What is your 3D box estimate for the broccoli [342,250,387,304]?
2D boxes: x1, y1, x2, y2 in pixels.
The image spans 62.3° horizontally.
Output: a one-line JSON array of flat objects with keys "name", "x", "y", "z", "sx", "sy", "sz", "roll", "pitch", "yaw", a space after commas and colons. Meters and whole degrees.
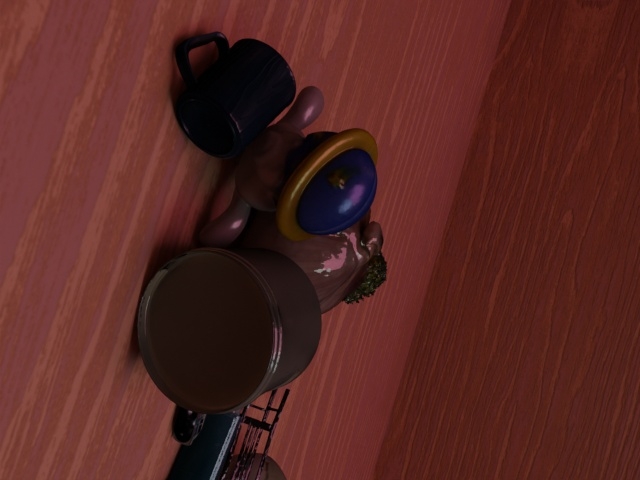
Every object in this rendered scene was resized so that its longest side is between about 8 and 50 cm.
[{"name": "broccoli", "x": 0.058, "y": 0.070, "z": 1.295, "sx": 0.194, "sy": 0.220, "sz": 0.193, "roll": 5, "pitch": 81, "yaw": -38}]

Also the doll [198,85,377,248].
[{"name": "doll", "x": -0.057, "y": -0.082, "z": 0.786, "sx": 0.311, "sy": 0.242, "sz": 0.159, "roll": -45, "pitch": 161, "yaw": 1}]

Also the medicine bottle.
[{"name": "medicine bottle", "x": -0.211, "y": 0.387, "z": 0.944, "sx": 0.124, "sy": 0.079, "sz": 0.258, "roll": 72, "pitch": 38, "yaw": -68}]

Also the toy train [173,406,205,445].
[{"name": "toy train", "x": -0.208, "y": 0.248, "z": 0.910, "sx": 0.047, "sy": 0.043, "sz": 0.207, "roll": 12, "pitch": 94, "yaw": -67}]

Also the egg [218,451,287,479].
[{"name": "egg", "x": -0.143, "y": 0.542, "z": 1.035, "sx": 0.217, "sy": 0.183, "sz": 0.182, "roll": -110, "pitch": -166, "yaw": -51}]

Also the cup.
[{"name": "cup", "x": -0.131, "y": -0.204, "z": 0.734, "sx": 0.138, "sy": 0.150, "sz": 0.113, "roll": -56, "pitch": -174, "yaw": -35}]

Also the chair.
[{"name": "chair", "x": -0.142, "y": 0.381, "z": 1.040, "sx": 0.101, "sy": 0.084, "sz": 0.212, "roll": -28, "pitch": -140, "yaw": 65}]

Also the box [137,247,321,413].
[{"name": "box", "x": -0.130, "y": 0.122, "z": 0.769, "sx": 0.149, "sy": 0.226, "sz": 0.225, "roll": 2, "pitch": 103, "yaw": -67}]

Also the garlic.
[{"name": "garlic", "x": -0.014, "y": -0.004, "z": 0.992, "sx": 0.321, "sy": 0.241, "sz": 0.322, "roll": -58, "pitch": 174, "yaw": -10}]
